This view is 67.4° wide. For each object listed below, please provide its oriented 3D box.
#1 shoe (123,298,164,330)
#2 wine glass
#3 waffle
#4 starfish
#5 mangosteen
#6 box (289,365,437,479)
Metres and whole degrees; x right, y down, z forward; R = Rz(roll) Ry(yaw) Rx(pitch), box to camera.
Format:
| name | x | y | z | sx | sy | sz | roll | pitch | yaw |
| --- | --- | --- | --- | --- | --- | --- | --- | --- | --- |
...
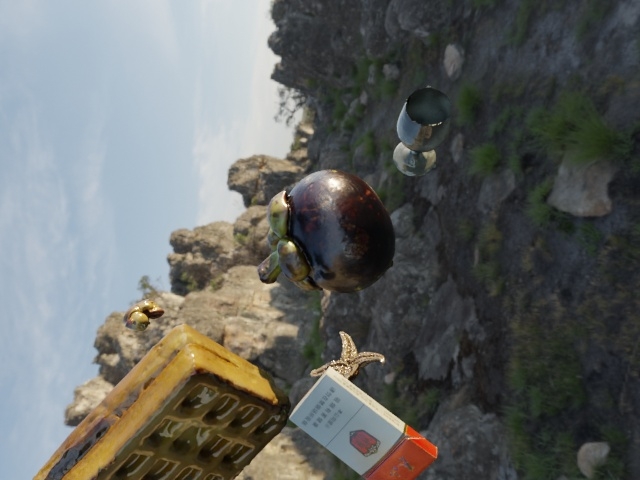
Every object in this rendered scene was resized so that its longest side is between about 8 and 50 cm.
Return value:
| name | x | y | z | sx | sy | sz | roll | pitch | yaw |
| --- | --- | --- | --- | --- | --- | --- | --- | --- | --- |
| shoe | -0.471 | 0.197 | 1.284 | 0.109 | 0.069 | 0.072 | -21 | -46 | -79 |
| wine glass | 0.245 | -0.259 | 1.173 | 0.241 | 0.127 | 0.126 | 82 | -166 | -69 |
| waffle | -0.217 | 0.289 | 0.648 | 0.327 | 0.224 | 0.098 | -45 | 40 | 0 |
| starfish | 0.063 | 0.292 | 1.132 | 0.057 | 0.213 | 0.238 | 55 | -157 | -17 |
| mangosteen | 0.000 | 0.000 | 0.727 | 0.192 | 0.217 | 0.192 | 59 | 171 | 15 |
| box | 0.075 | 0.356 | 0.886 | 0.139 | 0.245 | 0.035 | -54 | -5 | 22 |
